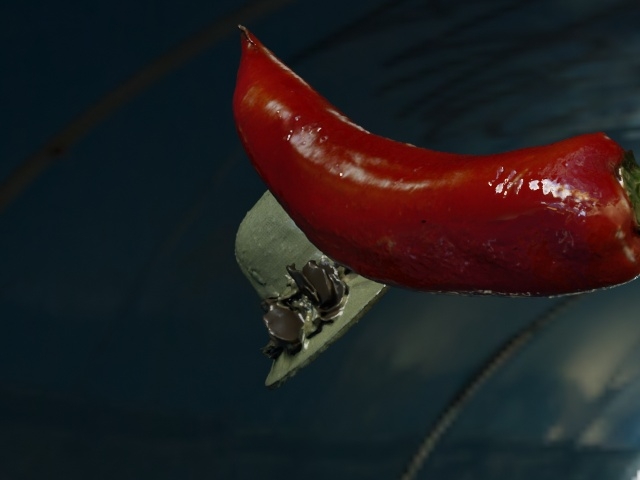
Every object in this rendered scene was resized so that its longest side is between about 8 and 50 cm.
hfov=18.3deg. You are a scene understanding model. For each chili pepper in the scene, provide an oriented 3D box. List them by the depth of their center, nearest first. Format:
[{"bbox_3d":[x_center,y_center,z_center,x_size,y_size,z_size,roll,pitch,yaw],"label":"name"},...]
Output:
[{"bbox_3d":[0.062,-0.039,1.087,0.092,0.368,0.137,35,-106,-52],"label":"chili pepper"}]

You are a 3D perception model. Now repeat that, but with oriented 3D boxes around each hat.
[{"bbox_3d":[0.000,0.000,1.760,0.130,0.257,0.257,44,-152,-3],"label":"hat"}]
